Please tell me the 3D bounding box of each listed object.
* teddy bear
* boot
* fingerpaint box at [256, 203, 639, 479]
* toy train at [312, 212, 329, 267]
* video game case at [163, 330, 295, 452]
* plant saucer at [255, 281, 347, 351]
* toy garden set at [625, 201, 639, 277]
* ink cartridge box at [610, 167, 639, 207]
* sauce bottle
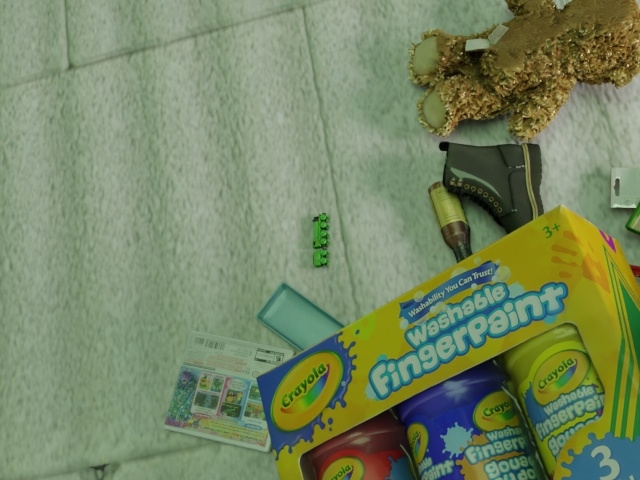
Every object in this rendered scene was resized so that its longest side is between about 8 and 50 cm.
[{"bbox_3d":[0.287,-0.254,1.341,0.338,0.113,0.245,-30,55,7],"label":"teddy bear"},{"bbox_3d":[0.226,-0.045,1.271,0.137,0.077,0.197,5,57,0],"label":"boot"},{"bbox_3d":[0.171,0.236,1.032,0.445,0.163,0.371,-32,58,27],"label":"fingerpaint box"},{"bbox_3d":[0.000,0.000,1.351,0.024,0.017,0.083,-9,68,21],"label":"toy train"},{"bbox_3d":[-0.126,0.207,1.302,0.157,0.019,0.143,9,73,15],"label":"video game case"},{"bbox_3d":[0.002,0.134,1.300,0.192,0.018,0.067,34,81,21],"label":"plant saucer"},{"bbox_3d":[0.481,0.020,1.150,0.244,0.049,0.203,29,86,37],"label":"toy garden set"},{"bbox_3d":[0.448,-0.065,1.263,0.115,0.029,0.062,2,71,15],"label":"ink cartridge box"},{"bbox_3d":[0.184,-0.021,1.302,0.042,0.042,0.128,-17,69,7],"label":"sauce bottle"}]
